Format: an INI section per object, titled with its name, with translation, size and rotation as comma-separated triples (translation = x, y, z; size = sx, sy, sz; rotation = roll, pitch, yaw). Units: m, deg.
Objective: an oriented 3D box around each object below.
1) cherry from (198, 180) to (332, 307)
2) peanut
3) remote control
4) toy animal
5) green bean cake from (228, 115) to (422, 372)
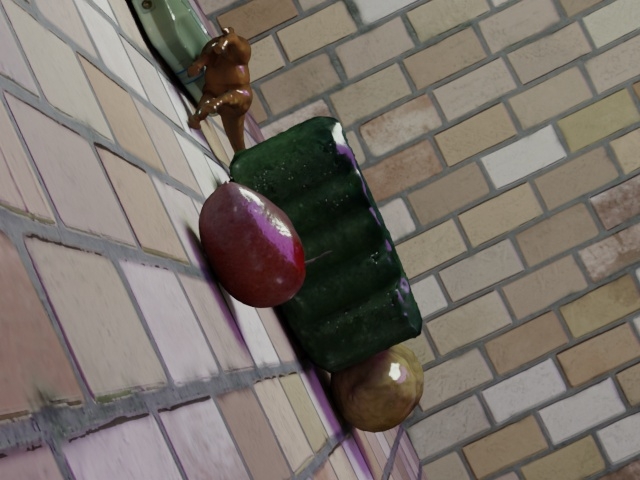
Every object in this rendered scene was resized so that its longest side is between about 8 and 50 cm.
[cherry]
translation = -0.065, 0.005, 1.246
size = 0.126, 0.087, 0.106
rotation = 45, 13, -9
[peanut]
translation = 0.077, 0.195, 1.797
size = 0.129, 0.129, 0.224
rotation = 64, 5, -3
[remote control]
translation = -0.182, -0.269, 1.773
size = 0.128, 0.065, 0.335
rotation = 63, 2, 13
[toy animal]
translation = -0.121, -0.168, 1.744
size = 0.229, 0.066, 0.224
rotation = -39, 135, -75
[green bean cake]
translation = 0.000, 0.000, 1.728
size = 0.308, 0.169, 0.300
rotation = -95, 160, -85
